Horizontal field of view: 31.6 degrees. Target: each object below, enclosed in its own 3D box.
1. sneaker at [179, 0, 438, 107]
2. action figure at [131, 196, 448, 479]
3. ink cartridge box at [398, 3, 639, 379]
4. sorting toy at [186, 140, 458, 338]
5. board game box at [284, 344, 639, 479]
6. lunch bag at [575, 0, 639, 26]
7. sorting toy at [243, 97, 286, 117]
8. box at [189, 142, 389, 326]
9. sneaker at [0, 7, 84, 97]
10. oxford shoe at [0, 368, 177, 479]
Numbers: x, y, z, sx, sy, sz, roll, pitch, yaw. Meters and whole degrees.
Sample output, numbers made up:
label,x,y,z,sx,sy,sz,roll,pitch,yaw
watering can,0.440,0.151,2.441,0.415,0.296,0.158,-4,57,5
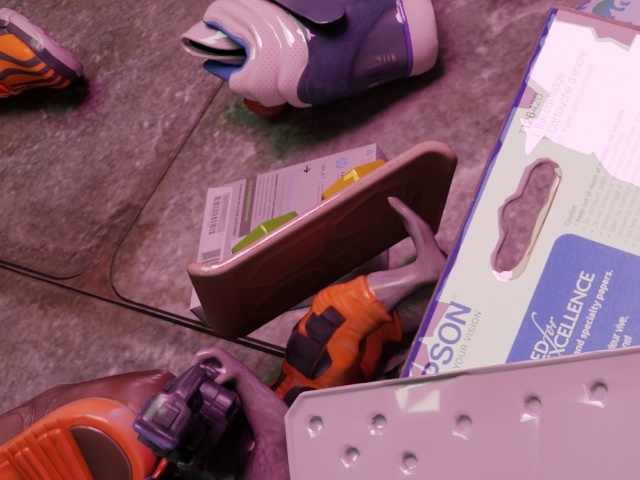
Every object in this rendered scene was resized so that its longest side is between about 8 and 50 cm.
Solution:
label,x,y,z,sx,sy,sz,roll,pitch,yaw
sneaker,-0.036,-0.264,1.153,0.236,0.130,0.322,-13,52,-9
action figure,-0.015,0.128,0.823,0.178,0.341,0.330,42,91,4
ink cartridge box,0.242,0.027,0.724,0.307,0.072,0.303,21,85,29
sorting toy,0.000,0.000,0.876,0.208,0.193,0.038,-27,73,-8
board game box,0.180,0.254,0.605,0.390,0.050,0.389,-12,78,25
lunch bag,0.284,-0.155,0.935,0.129,0.096,0.151,-38,35,1
sorting toy,-0.036,-0.164,1.191,0.102,0.042,0.061,-32,60,-9
box,-0.027,-0.005,1.057,0.186,0.038,0.145,-15,51,24
sneaker,-0.421,-0.189,1.408,0.321,0.124,0.180,18,71,52
oxford shoe,-0.271,0.213,1.014,0.364,0.130,0.132,-22,14,26
